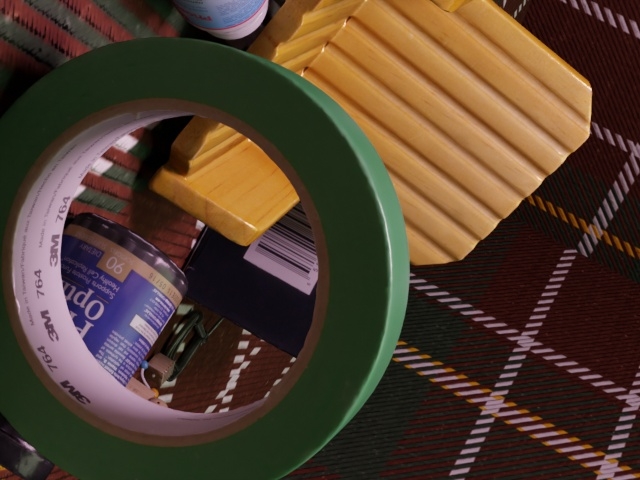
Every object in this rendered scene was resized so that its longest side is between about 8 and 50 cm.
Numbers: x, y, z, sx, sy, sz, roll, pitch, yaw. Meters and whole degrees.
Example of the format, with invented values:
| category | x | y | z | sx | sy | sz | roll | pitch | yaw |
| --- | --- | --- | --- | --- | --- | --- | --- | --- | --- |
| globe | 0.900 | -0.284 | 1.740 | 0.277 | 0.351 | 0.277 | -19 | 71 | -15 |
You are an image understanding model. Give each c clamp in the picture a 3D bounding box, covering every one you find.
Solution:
| category | x | y | z | sx | sy | sz | roll | pitch | yaw |
| --- | --- | --- | --- | --- | --- | --- | --- | --- | --- |
| c clamp | -0.184 | 0.138 | 1.565 | 0.137 | 0.022 | 0.161 | -54 | 170 | -10 |

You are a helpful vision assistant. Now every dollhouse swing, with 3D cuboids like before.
| category | x | y | z | sx | sy | sz | roll | pitch | yaw |
| --- | --- | --- | --- | --- | --- | --- | --- | --- | --- |
| dollhouse swing | 0.080 | -0.106 | 1.132 | 0.347 | 0.305 | 0.315 | -46 | 180 | 25 |

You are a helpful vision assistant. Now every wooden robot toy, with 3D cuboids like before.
| category | x | y | z | sx | sy | sz | roll | pitch | yaw |
| --- | --- | --- | --- | --- | --- | --- | --- | --- | --- |
| wooden robot toy | -0.223 | 0.213 | 1.394 | 0.076 | 0.079 | 0.173 | -66 | 168 | 26 |

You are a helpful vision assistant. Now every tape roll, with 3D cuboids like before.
| category | x | y | z | sx | sy | sz | roll | pitch | yaw |
| --- | --- | --- | --- | --- | --- | --- | --- | --- | --- |
| tape roll | -0.100 | 0.020 | 0.783 | 0.321 | 0.321 | 0.077 | -63 | 169 | 9 |

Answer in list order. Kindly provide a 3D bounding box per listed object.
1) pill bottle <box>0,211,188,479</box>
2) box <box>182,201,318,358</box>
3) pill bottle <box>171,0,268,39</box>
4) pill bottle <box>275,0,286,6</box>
| category | x | y | z | sx | sy | sz | roll | pitch | yaw |
| --- | --- | --- | --- | --- | --- | --- | --- | --- | --- |
| pill bottle | -0.220 | 0.095 | 0.960 | 0.219 | 0.123 | 0.123 | -59 | 170 | -17 |
| box | 0.000 | 0.000 | 1.547 | 0.293 | 0.212 | 0.395 | -62 | 169 | -1 |
| pill bottle | -0.086 | -0.219 | 0.882 | 0.087 | 0.087 | 0.160 | -60 | 170 | -6 |
| pill bottle | -0.004 | -0.294 | 1.140 | 0.120 | 0.067 | 0.067 | -61 | 170 | -2 |
